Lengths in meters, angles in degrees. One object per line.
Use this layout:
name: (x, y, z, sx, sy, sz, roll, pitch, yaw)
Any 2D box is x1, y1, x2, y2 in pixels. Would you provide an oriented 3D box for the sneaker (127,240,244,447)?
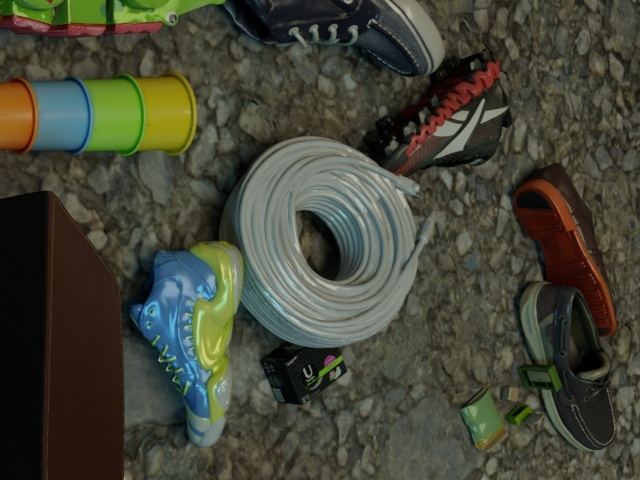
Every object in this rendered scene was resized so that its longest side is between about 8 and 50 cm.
sneaker: (-0.160, 0.114, 1.557, 0.126, 0.091, 0.240, 5, 98, -10)

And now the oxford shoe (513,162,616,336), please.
oxford shoe: (0.377, 0.014, 2.004, 0.098, 0.097, 0.271, -42, 116, -40)

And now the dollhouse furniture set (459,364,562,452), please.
dollhouse furniture set: (0.270, 0.231, 1.928, 0.151, 0.058, 0.076, -35, 111, -36)

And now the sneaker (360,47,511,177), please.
sneaker: (0.164, -0.137, 1.815, 0.276, 0.097, 0.135, -42, 113, -35)

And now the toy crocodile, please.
toy crocodile: (-0.254, -0.253, 1.447, 0.340, 0.115, 0.105, -7, 99, -39)

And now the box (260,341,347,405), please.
box: (-0.020, 0.153, 1.682, 0.083, 0.052, 0.062, -34, 111, -35)

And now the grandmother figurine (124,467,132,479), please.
grandmother figurine: (-0.250, 0.336, 1.450, 0.208, 0.104, 0.342, -45, 115, -24)

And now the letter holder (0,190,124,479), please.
letter holder: (-0.290, 0.142, 1.328, 0.214, 0.152, 0.302, 62, 20, -59)

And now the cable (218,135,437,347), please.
cable: (0.000, 0.000, 1.652, 0.257, 0.089, 0.257, 34, 59, -21)

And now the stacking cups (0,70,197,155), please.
stacking cups: (-0.280, -0.127, 1.431, 0.316, 0.096, 0.096, -7, 94, -41)

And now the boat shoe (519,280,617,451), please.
boat shoe: (0.375, 0.187, 1.997, 0.103, 0.092, 0.285, -35, 111, -36)

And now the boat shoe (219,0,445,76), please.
boat shoe: (-0.003, -0.273, 1.672, 0.340, 0.127, 0.158, 40, 71, -25)
